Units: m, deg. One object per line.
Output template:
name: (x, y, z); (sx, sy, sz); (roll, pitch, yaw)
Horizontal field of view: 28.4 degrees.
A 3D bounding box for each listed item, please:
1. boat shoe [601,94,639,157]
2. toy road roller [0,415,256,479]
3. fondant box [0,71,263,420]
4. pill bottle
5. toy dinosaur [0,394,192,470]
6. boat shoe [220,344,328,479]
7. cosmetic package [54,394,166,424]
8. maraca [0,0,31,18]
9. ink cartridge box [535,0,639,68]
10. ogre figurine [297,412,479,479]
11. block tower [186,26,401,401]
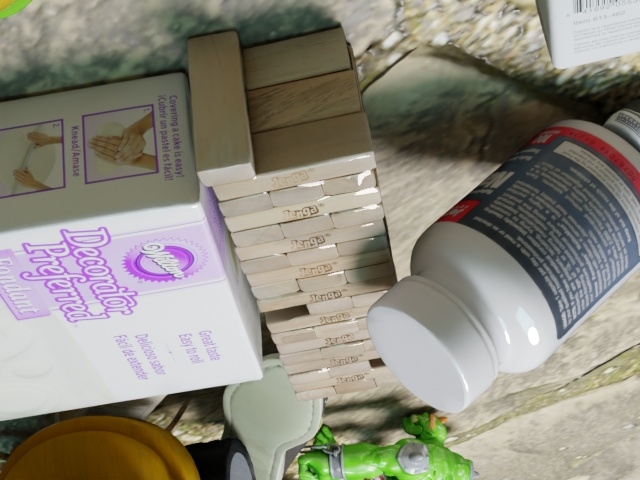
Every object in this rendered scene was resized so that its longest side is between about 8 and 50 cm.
boat shoe: (0.202, -0.047, 0.825); (0.040, 0.049, 0.142); (-43, 160, -16)
toy road roller: (-0.164, 0.299, 0.962); (0.203, 0.329, 0.240); (-8, 169, 11)
fondant box: (-0.218, 0.026, 0.796); (0.330, 0.096, 0.238); (-10, 150, 1)
pill bottle: (0.118, 0.017, 0.768); (0.180, 0.108, 0.108); (-39, 160, -25)
toy dinosaur: (-0.212, 0.199, 1.123); (0.212, 0.064, 0.112); (-6, 149, -4)
boat shoe: (-0.036, 0.138, 1.063); (0.081, 0.068, 0.227); (30, 144, 5)
cosmetic package: (-0.172, 0.128, 1.032); (0.060, 0.041, 0.115); (11, 145, -27)
maraca: (-0.196, -0.146, 0.512); (0.186, 0.099, 0.127); (18, 140, 5)
ink cartridge box: (0.158, -0.168, 0.576); (0.128, 0.072, 0.175); (-11, 150, 6)
ogre figurine: (0.073, 0.218, 1.196); (0.118, 0.096, 0.197); (-10, 141, 27)
block tower: (0.000, 0.000, 0.809); (0.097, 0.091, 0.335); (-12, 150, 5)
